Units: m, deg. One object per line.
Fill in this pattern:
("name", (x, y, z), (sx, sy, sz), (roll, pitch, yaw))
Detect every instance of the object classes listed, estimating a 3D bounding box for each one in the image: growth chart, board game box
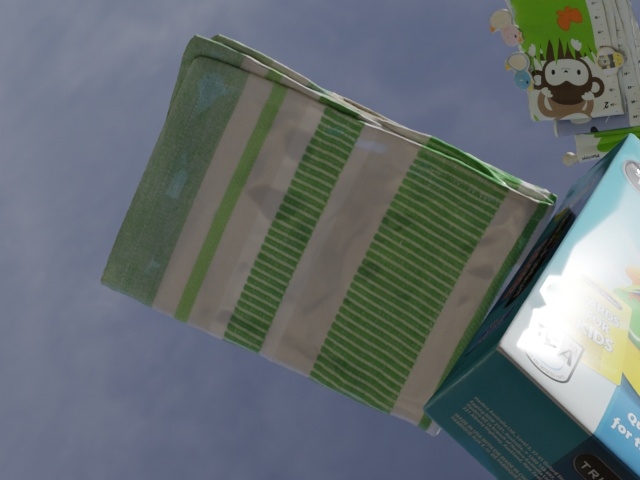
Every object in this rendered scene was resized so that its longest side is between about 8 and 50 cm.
("growth chart", (0.281, -0.192, 1.245), (0.172, 0.237, 0.021), (-18, -168, 39))
("board game box", (0.244, 0.093, 0.788), (0.079, 0.254, 0.336), (-48, 178, 38))

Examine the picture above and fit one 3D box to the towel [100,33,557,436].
("towel", (0.000, 0.000, 0.960), (0.038, 0.325, 0.248), (-58, 172, -72))
